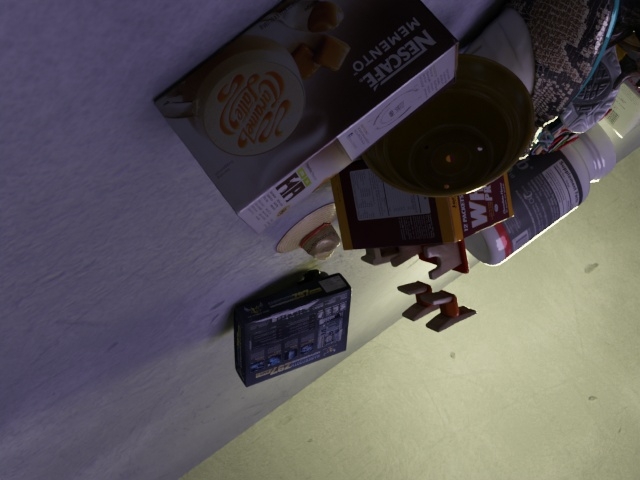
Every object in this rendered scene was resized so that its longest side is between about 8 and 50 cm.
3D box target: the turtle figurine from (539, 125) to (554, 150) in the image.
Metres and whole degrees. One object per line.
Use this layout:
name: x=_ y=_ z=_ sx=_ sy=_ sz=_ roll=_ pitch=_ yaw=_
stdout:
turtle figurine: x=0.435 y=-0.271 z=1.476 sx=0.234 sy=0.118 sz=0.175 roll=-38 pitch=170 yaw=-51

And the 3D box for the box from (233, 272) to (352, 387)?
box: x=-0.055 y=0.176 z=1.606 sx=0.233 sy=0.059 sz=0.183 roll=-17 pitch=134 yaw=-22

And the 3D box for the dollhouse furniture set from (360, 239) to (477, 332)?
dollhouse furniture set: x=0.188 y=0.002 z=1.512 sx=0.135 sy=0.261 sz=0.259 roll=-20 pitch=-161 yaw=-24

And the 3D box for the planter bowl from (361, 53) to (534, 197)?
planter bowl: x=0.160 y=-0.125 z=1.033 sx=0.217 sy=0.217 sz=0.090 roll=-36 pitch=148 yaw=-7

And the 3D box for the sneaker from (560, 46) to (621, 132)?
sneaker: x=0.423 y=-0.282 z=1.289 sx=0.115 sy=0.091 sz=0.232 roll=-7 pitch=107 yaw=-83

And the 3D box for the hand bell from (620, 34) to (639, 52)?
hand bell: x=0.575 y=-0.447 z=1.354 sx=0.242 sy=0.126 sz=0.126 roll=-52 pitch=165 yaw=3

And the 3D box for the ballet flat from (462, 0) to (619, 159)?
ballet flat: x=0.274 y=-0.227 z=1.199 sx=0.182 sy=0.163 sz=0.483 roll=-15 pitch=165 yaw=-6

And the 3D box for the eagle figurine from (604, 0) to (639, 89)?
eagle figurine: x=0.472 y=-0.366 z=1.115 sx=0.225 sy=0.298 sz=0.226 roll=-10 pitch=-174 yaw=-12

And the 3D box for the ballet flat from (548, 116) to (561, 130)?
ballet flat: x=0.522 y=-0.289 z=1.747 sx=0.247 sy=0.083 sz=0.087 roll=-24 pitch=-175 yaw=-43

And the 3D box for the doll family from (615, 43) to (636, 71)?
doll family: x=0.565 y=-0.370 z=1.507 sx=0.076 sy=0.111 sz=0.193 roll=-35 pitch=170 yaw=-16

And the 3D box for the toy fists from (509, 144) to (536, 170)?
toy fists: x=0.312 y=-0.159 z=1.581 sx=0.279 sy=0.096 sz=0.142 roll=-35 pitch=167 yaw=-14

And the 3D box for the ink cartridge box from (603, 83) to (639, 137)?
ink cartridge box: x=0.814 y=-0.423 z=1.889 sx=0.310 sy=0.130 sz=0.272 roll=-34 pitch=164 yaw=-15

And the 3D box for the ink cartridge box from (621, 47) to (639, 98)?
ink cartridge box: x=0.683 y=-0.399 z=1.560 sx=0.168 sy=0.171 sz=0.232 roll=-34 pitch=165 yaw=-13

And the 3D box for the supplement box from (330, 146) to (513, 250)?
supplement box: x=0.154 y=-0.073 z=1.224 sx=0.194 sy=0.129 sz=0.191 roll=-4 pitch=-170 yaw=39

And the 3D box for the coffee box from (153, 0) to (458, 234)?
coffee box: x=-0.009 y=-0.139 z=0.767 sx=0.247 sy=0.141 sz=0.098 roll=-37 pitch=166 yaw=0

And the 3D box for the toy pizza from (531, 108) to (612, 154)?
toy pizza: x=0.518 y=-0.228 z=1.653 sx=0.201 sy=0.032 sz=0.201 roll=-32 pitch=171 yaw=-6

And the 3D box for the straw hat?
straw hat: x=0.000 y=0.000 z=1.395 sx=0.145 sy=0.061 sz=0.144 roll=-35 pitch=166 yaw=-10

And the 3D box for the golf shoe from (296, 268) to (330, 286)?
golf shoe: x=-0.047 y=0.140 z=1.697 sx=0.198 sy=0.077 sz=0.094 roll=-40 pitch=166 yaw=15

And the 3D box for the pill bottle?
pill bottle: x=0.467 y=-0.124 z=1.834 sx=0.363 sy=0.210 sz=0.210 roll=-35 pitch=166 yaw=-9
